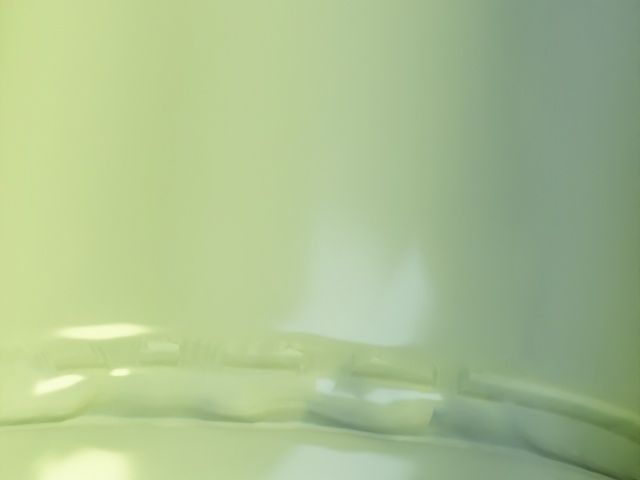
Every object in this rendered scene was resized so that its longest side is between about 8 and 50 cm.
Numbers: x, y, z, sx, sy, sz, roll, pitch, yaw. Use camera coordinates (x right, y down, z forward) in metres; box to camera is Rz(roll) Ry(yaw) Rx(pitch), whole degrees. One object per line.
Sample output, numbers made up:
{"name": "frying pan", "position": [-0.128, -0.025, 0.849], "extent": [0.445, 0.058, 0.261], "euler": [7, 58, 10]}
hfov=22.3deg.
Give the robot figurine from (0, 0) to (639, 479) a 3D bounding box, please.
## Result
{"name": "robot figurine", "position": [0.000, 0.000, 0.444], "extent": [0.300, 0.200, 0.353], "euler": [3, 71, 6]}
